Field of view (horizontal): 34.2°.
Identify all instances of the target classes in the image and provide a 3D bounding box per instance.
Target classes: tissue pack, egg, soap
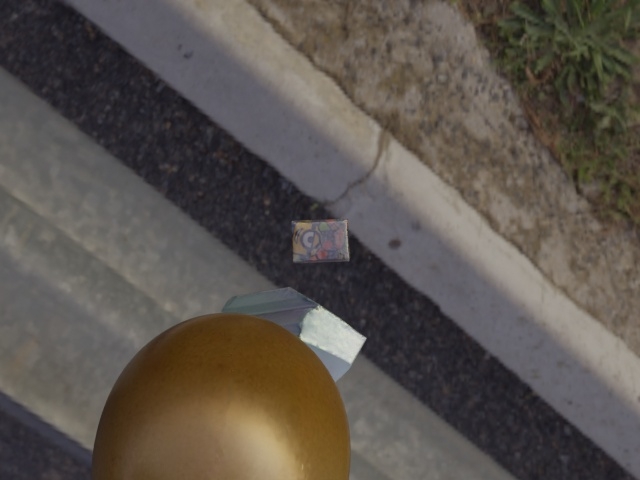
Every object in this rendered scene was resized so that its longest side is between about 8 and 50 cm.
[{"bbox_3d":[0.000,0.000,1.501,0.083,0.063,0.035,-4,170,0],"label":"tissue pack"},{"bbox_3d":[-0.098,0.227,1.013,0.250,0.322,0.250,6,152,3],"label":"egg"},{"bbox_3d":[-0.083,0.185,1.682,0.115,0.208,0.347,40,155,-20],"label":"soap"}]
